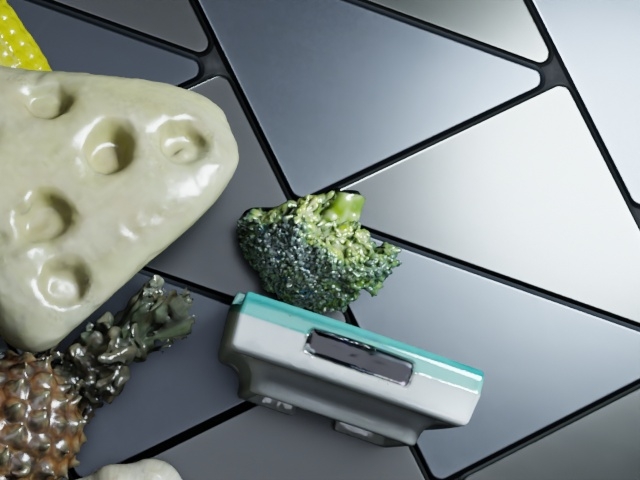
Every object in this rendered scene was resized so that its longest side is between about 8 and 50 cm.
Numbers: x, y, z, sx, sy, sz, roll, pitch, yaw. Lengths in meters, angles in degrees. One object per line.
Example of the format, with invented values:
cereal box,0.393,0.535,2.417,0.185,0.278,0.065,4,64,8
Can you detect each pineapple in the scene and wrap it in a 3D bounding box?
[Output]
pineapple,-0.287,0.164,1.872,0.361,0.175,0.175,-43,90,-19

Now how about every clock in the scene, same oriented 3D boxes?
clock,0.020,0.146,1.869,0.262,0.231,0.116,18,86,-5

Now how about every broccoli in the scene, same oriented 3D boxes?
broccoli,0.000,0.000,1.944,0.154,0.167,0.160,48,48,-31

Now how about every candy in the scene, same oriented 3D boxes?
candy,-0.335,-0.167,1.930,0.106,0.094,0.199,-39,96,-15

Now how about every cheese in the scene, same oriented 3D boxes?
cheese,-0.269,-0.104,1.830,0.328,0.129,0.351,-33,86,-18

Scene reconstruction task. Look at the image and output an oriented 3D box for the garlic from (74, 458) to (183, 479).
garlic,-0.198,0.321,1.826,0.199,0.226,0.199,0,81,-2
